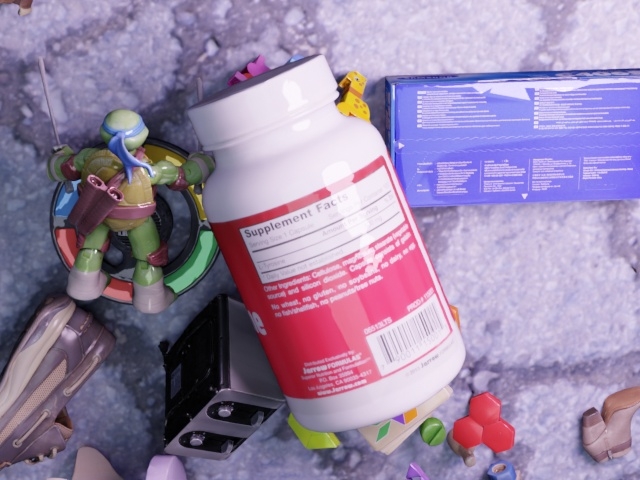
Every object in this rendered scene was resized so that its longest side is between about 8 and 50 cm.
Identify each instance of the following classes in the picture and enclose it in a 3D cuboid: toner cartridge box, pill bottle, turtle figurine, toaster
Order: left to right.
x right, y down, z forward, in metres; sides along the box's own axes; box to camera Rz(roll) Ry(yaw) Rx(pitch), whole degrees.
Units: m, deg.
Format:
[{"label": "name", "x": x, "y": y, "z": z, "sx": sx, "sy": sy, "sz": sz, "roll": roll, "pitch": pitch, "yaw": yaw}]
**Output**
[{"label": "turtle figurine", "x": -0.233, "y": -0.065, "z": 1.512, "sx": 0.198, "sy": 0.274, "sz": 0.266, "roll": -5, "pitch": 121, "yaw": -24}, {"label": "toaster", "x": -0.128, "y": 0.175, "z": 1.578, "sx": 0.110, "sy": 0.185, "sz": 0.168, "roll": 20, "pitch": 133, "yaw": -27}, {"label": "pill bottle", "x": 0.000, "y": 0.000, "z": 1.437, "sx": 0.229, "sy": 0.229, "sz": 0.407, "roll": -22, "pitch": 101, "yaw": 3}, {"label": "toner cartridge box", "x": 0.259, "y": -0.135, "z": 1.580, "sx": 0.348, "sy": 0.075, "sz": 0.165, "roll": -2, "pitch": 106, "yaw": -4}]

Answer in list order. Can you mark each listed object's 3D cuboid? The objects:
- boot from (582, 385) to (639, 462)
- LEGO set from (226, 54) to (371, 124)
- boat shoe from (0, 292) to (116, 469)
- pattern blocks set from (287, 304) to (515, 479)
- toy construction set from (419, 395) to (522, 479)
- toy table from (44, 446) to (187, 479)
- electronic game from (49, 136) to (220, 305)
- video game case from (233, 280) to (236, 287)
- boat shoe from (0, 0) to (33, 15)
[{"label": "boot", "x": 0.427, "y": 0.265, "z": 1.732, "sx": 0.119, "sy": 0.042, "sz": 0.087, "roll": -23, "pitch": 113, "yaw": 4}, {"label": "LEGO set", "x": 0.006, "y": -0.182, "z": 1.551, "sx": 0.227, "sy": 0.093, "sz": 0.087, "roll": 36, "pitch": 132, "yaw": -18}, {"label": "boat shoe", "x": -0.392, "y": 0.243, "z": 1.620, "sx": 0.130, "sy": 0.132, "sz": 0.355, "roll": 30, "pitch": 104, "yaw": -12}, {"label": "pattern blocks set", "x": 0.076, "y": 0.181, "z": 1.607, "sx": 0.285, "sy": 0.026, "sz": 0.324, "roll": -31, "pitch": 87, "yaw": 21}, {"label": "toy construction set", "x": 0.199, "y": 0.396, "z": 1.650, "sx": 0.258, "sy": 0.237, "sz": 0.308, "roll": 4, "pitch": 106, "yaw": -5}, {"label": "toy table", "x": -0.265, "y": 0.385, "z": 1.611, "sx": 0.161, "sy": 0.252, "sz": 0.274, "roll": 1, "pitch": 128, "yaw": 4}, {"label": "electronic game", "x": -0.239, "y": -0.024, "z": 1.593, "sx": 0.229, "sy": 0.048, "sz": 0.229, "roll": -1, "pitch": 107, "yaw": -4}, {"label": "video game case", "x": -0.015, "y": -0.005, "z": 1.601, "sx": 0.173, "sy": 0.022, "sz": 0.190, "roll": 9, "pitch": 122, "yaw": -7}, {"label": "boat shoe", "x": -0.376, "y": -0.323, "z": 1.481, "sx": 0.258, "sy": 0.095, "sz": 0.095, "roll": -23, "pitch": 121, "yaw": 9}]
